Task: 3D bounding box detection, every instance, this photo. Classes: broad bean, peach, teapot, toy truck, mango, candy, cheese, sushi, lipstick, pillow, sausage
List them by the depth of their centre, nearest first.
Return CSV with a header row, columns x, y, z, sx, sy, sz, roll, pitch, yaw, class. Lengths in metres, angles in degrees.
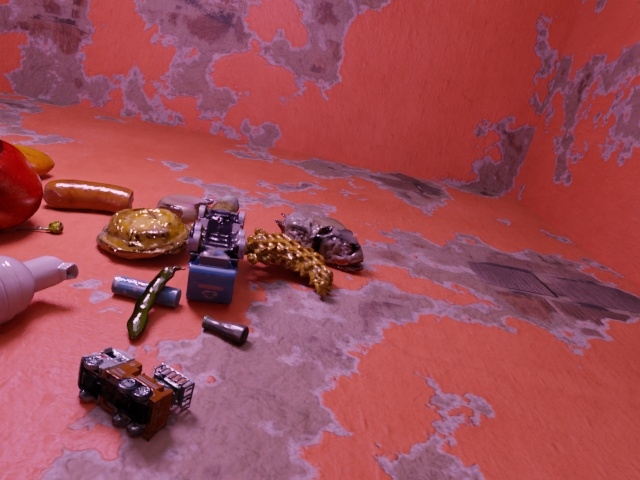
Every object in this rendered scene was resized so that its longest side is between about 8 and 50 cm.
x,y,z,sx,sy,sz,roll,pitch,yaw,class
-0.326,0.252,0.838,0.178,0.080,0.115,22,18,21,toy truck
-0.384,0.134,1.087,0.069,0.039,0.226,-6,39,24,broad bean
-0.220,0.200,1.093,0.111,0.042,0.043,15,20,17,teapot
-0.420,0.122,1.160,0.158,0.048,0.048,13,21,1,lipstick
-0.889,-0.139,1.297,0.245,0.248,0.274,26,18,-39,peach
-0.285,0.028,1.304,0.146,0.175,0.367,10,21,-11,toy truck
-0.806,-0.036,1.378,0.123,0.035,0.035,-5,-6,-19,candy
-0.761,-0.146,1.584,0.271,0.108,0.109,5,22,-21,sausage
0.000,0.000,1.609,0.332,0.129,0.124,18,21,11,sushi
-1.090,-0.283,1.714,0.252,0.125,0.154,1,11,-46,mango
-0.464,-0.123,1.725,0.163,0.082,0.286,19,20,13,cheese
0.050,-0.046,1.864,0.119,0.053,0.208,6,21,-28,pillow

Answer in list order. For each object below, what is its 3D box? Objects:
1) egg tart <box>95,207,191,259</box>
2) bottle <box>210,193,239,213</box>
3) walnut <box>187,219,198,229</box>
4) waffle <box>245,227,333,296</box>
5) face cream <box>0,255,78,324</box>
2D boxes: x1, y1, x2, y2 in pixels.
x,y,z,sx,sy,sz,roll,pitch,yaw,class
-0.512,-0.031,1.407,0.279,0.094,0.279,2,24,-1,egg tart
-0.358,-0.088,1.697,0.083,0.083,0.269,14,26,4,bottle
-0.383,-0.027,1.533,0.096,0.082,0.079,15,-7,10,walnut
-0.086,0.048,1.440,0.293,0.069,0.259,26,16,-11,waffle
-0.664,0.106,0.932,0.146,0.145,0.370,20,20,19,face cream
